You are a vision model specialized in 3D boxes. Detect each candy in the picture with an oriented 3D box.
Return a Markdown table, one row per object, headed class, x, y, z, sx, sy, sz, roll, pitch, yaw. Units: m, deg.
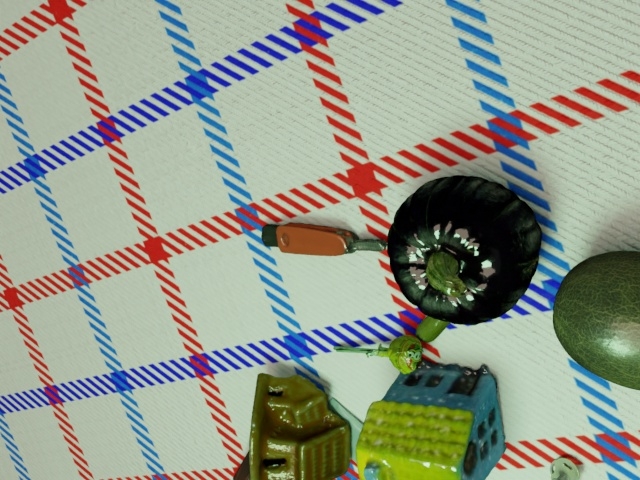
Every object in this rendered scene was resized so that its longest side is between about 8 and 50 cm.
| class | x | y | z | sx | sy | sz | roll | pitch | yaw |
| --- | --- | --- | --- | --- | --- | --- | --- | --- | --- |
| candy | 0.124 | 0.248 | 1.708 | 0.262 | 0.077 | 0.073 | -5 | 133 | 48 |

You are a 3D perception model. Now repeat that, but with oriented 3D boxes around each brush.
| class | x | y | z | sx | sy | sz | roll | pitch | yaw |
| --- | --- | --- | --- | --- | --- | --- | --- | --- | --- |
| brush | 0.000 | 0.000 | 1.719 | 0.323 | 0.051 | 0.070 | 3 | 105 | 30 |

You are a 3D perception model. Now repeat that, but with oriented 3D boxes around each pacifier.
| class | x | y | z | sx | sy | sz | roll | pitch | yaw |
| --- | --- | --- | --- | --- | --- | --- | --- | --- | --- |
| pacifier | 0.492 | 0.487 | 1.574 | 0.068 | 0.064 | 0.083 | 29 | 120 | 41 |

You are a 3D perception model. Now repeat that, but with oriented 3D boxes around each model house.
| class | x | y | z | sx | sy | sz | roll | pitch | yaw |
| --- | --- | --- | --- | --- | --- | --- | --- | --- | --- |
| model house | 0.223 | 0.415 | 1.582 | 0.237 | 0.303 | 0.215 | 1 | 113 | 31 |
| model house | -0.047 | 0.460 | 1.823 | 0.239 | 0.173 | 0.268 | 1 | 100 | 8 |

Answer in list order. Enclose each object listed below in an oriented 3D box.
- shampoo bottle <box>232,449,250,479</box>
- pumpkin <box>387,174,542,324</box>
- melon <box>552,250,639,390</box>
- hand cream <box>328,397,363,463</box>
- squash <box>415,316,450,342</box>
| class | x | y | z | sx | sy | sz | roll | pitch | yaw |
| --- | --- | --- | --- | --- | --- | --- | --- | --- | --- |
| shampoo bottle | -0.156 | 0.564 | 1.996 | 0.067 | 0.068 | 0.236 | 45 | 125 | 22 |
| pumpkin | 0.251 | 0.026 | 1.441 | 0.296 | 0.296 | 0.295 | 10 | 111 | 28 |
| melon | 0.557 | 0.141 | 1.313 | 0.302 | 0.237 | 0.237 | 15 | 113 | 26 |
| hand cream | 0.124 | 0.514 | 1.817 | 0.321 | 0.067 | 0.109 | 36 | 123 | 22 |
| squash | 0.263 | 0.155 | 1.613 | 0.052 | 0.052 | 0.183 | 47 | 121 | 10 |
